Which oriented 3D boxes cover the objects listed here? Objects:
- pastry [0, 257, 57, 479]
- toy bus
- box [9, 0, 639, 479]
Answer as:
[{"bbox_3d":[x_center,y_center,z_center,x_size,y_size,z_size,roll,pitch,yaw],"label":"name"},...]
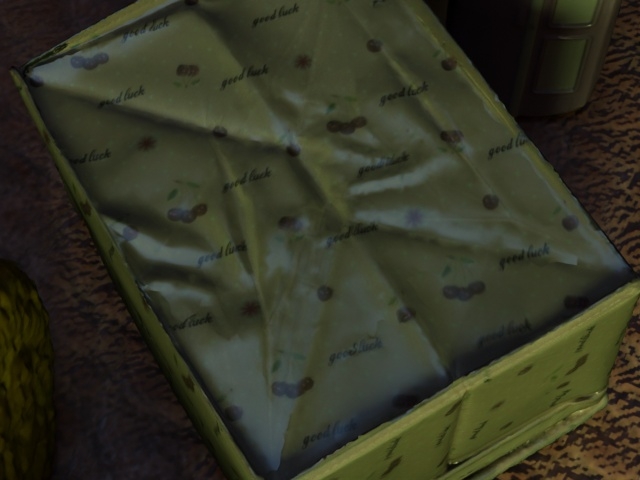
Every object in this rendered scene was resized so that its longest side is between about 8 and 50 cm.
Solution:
[{"bbox_3d":[-0.212,0.098,0.772,0.103,0.189,0.189,4,62,7],"label":"pastry"},{"bbox_3d":[0.124,-0.186,0.894,0.142,0.202,0.142,12,64,7],"label":"toy bus"},{"bbox_3d":[0.000,0.000,0.811,0.225,0.190,0.297,-29,64,-11],"label":"box"}]
